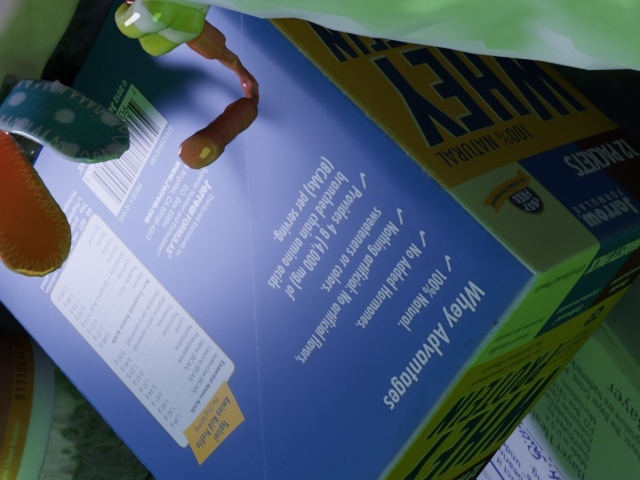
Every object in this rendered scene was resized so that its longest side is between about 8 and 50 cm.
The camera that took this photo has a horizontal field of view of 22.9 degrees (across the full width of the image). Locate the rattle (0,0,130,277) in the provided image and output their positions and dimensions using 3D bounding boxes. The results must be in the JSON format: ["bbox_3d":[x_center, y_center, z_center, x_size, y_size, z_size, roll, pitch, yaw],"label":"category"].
[{"bbox_3d":[-0.156,-0.092,0.593,0.130,0.199,0.143,-25,134,17],"label":"rattle"}]

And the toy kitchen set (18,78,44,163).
[{"bbox_3d":[-0.235,-0.048,0.719,0.166,0.122,0.207,-48,131,10],"label":"toy kitchen set"}]

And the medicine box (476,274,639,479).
[{"bbox_3d":[0.221,0.083,0.814,0.263,0.149,0.289,-20,140,-19],"label":"medicine box"}]

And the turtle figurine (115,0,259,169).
[{"bbox_3d":[-0.051,-0.156,0.534,0.217,0.269,0.087,31,138,-6],"label":"turtle figurine"}]

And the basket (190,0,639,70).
[{"bbox_3d":[0.066,-0.239,0.393,0.328,0.331,0.266,6,129,-15],"label":"basket"}]

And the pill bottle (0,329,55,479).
[{"bbox_3d":[-0.258,0.087,0.824,0.216,0.121,0.121,15,132,-23],"label":"pill bottle"}]

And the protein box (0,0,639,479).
[{"bbox_3d":[0.000,0.000,0.652,0.136,0.201,0.200,-20,149,-52],"label":"protein box"}]
